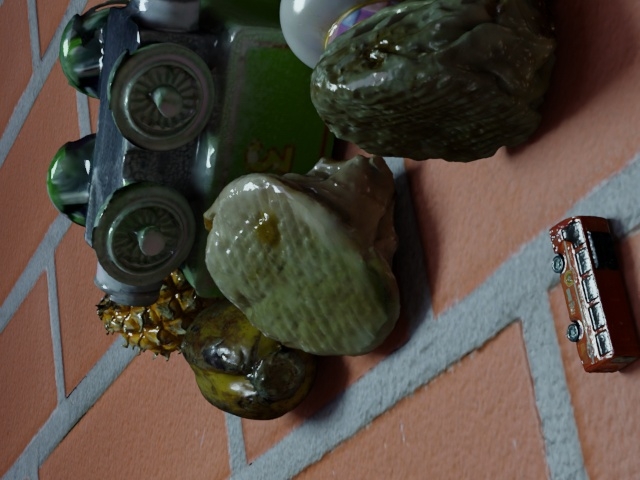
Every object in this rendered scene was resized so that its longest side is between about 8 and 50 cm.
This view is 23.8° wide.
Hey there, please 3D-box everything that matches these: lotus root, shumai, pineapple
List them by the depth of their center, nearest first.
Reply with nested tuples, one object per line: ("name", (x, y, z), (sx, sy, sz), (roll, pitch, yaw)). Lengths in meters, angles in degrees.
("shumai", (0.082, -0.147, 1.106), (0.184, 0.184, 0.142), (145, 130, -59))
("shumai", (0.000, 0.000, 1.336), (0.201, 0.120, 0.201), (20, 134, 23))
("lotus root", (-0.069, 0.112, 1.475), (0.209, 0.120, 0.120), (11, 98, 62))
("pineapple", (-0.135, 0.063, 1.607), (0.137, 0.176, 0.161), (39, 154, 8))

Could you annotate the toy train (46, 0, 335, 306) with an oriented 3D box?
("toy train", (-0.116, -0.092, 1.430), (0.173, 0.249, 0.307), (40, 124, 56))

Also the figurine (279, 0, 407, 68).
("figurine", (0.016, -0.247, 1.293), (0.189, 0.142, 0.263), (116, 144, -46))

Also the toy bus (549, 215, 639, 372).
("toy bus", (0.187, 0.035, 1.036), (0.043, 0.031, 0.110), (-42, 52, 53))
